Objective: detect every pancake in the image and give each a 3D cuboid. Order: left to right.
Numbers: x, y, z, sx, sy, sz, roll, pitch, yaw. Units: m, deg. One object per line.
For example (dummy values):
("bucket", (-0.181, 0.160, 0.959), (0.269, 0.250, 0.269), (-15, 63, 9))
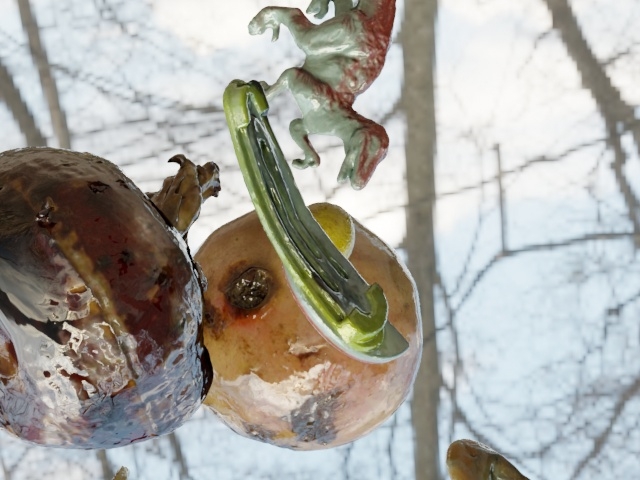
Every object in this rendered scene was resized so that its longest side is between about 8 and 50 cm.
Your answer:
("pancake", (-0.298, 0.365, 2.041), (0.022, 0.139, 0.139), (31, -158, -7))

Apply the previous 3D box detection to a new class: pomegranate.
("pomegranate", (-0.032, 0.104, 1.854), (0.322, 0.322, 0.322), (-5, -158, 2))

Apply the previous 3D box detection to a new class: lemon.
("lemon", (0.000, 0.000, 1.396), (0.062, 0.062, 0.083), (7, -124, 28))

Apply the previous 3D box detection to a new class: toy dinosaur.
("toy dinosaur", (0.029, -0.165, 1.186), (0.167, 0.053, 0.242), (24, -105, 35))

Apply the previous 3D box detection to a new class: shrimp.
("shrimp", (0.291, 0.399, 2.347), (0.059, 0.254, 0.145), (-38, -155, 26))

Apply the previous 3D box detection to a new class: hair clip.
("hair clip", (-0.010, -0.005, 0.857), (0.033, 0.188, 0.060), (-25, -170, 28))

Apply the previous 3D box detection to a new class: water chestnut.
("water chestnut", (-0.226, 0.038, 1.509), (0.347, 0.335, 0.335), (-32, -148, -25))
